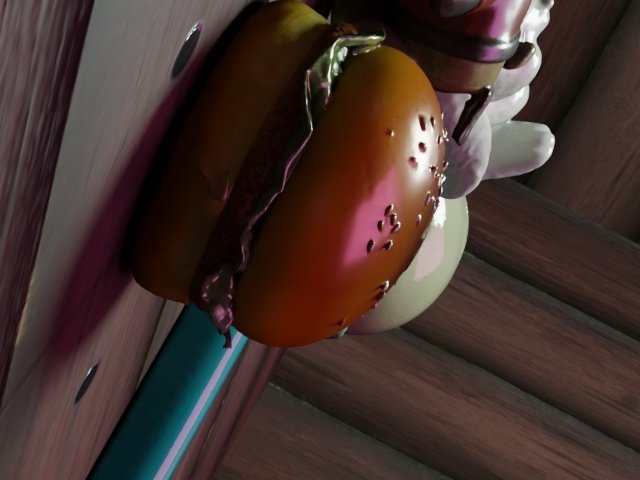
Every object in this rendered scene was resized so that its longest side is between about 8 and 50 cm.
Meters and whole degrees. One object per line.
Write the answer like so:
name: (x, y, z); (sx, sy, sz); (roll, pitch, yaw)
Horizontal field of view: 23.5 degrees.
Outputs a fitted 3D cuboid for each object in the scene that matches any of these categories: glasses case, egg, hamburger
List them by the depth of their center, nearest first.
hamburger: (-0.008, -0.033, 1.031); (0.246, 0.170, 0.246); (-63, 179, -2)
glasses case: (-0.139, 0.160, 1.445); (0.301, 0.070, 0.117); (-63, 177, -16)
egg: (0.065, -0.007, 1.873); (0.269, 0.219, 0.219); (-68, 174, 33)

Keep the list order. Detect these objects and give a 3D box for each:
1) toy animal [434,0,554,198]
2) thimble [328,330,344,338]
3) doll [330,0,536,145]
toy animal: (0.132, -0.191, 1.567); (0.265, 0.206, 0.271); (77, 3, -75)
thimble: (0.000, 0.000, 1.615); (0.198, 0.143, 0.235); (-58, 174, -42)
doll: (0.131, -0.252, 1.259); (0.235, 0.174, 0.330); (-85, -165, -62)
